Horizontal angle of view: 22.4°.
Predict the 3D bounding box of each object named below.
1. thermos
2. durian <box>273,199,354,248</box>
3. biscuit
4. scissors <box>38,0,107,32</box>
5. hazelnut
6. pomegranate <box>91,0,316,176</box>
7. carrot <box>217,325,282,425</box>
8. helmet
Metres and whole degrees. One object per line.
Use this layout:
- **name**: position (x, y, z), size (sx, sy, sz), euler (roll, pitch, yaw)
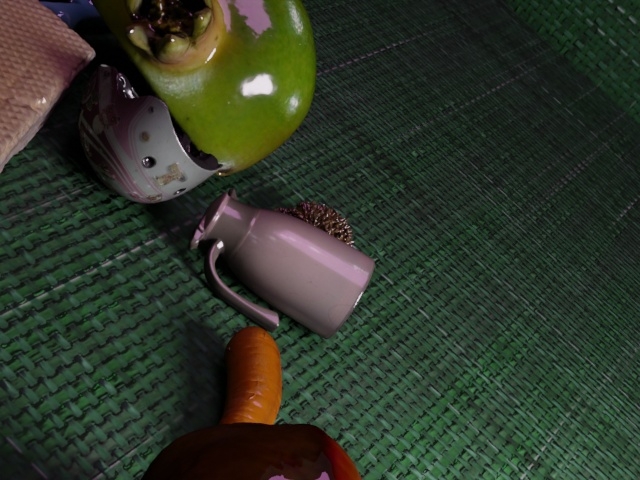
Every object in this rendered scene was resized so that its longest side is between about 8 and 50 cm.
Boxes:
- **thermos**: position (-0.053, 0.030, 1.787), size (0.193, 0.105, 0.137), euler (32, 57, -10)
- **durian**: position (-0.001, -0.002, 1.932), size (0.110, 0.071, 0.140), euler (26, 33, -26)
- **biscuit**: position (-0.351, -0.147, 1.671), size (0.144, 0.078, 0.426), euler (38, 26, -7)
- **scissors**: position (-0.299, -0.300, 2.044), size (0.393, 0.032, 0.180), euler (-4, 56, -56)
- **hazelnut**: position (-0.058, 0.263, 1.290), size (0.229, 0.229, 0.229), euler (32, 26, -18)
- **pomegranate**: position (-0.124, -0.252, 1.896), size (0.310, 0.216, 0.358), euler (57, -3, 8)
- **carrot**: position (-0.075, 0.168, 1.570), size (0.271, 0.062, 0.066), euler (-82, 151, -57)
- **helmet**: position (-0.205, -0.105, 1.770), size (0.177, 0.107, 0.153), euler (38, -4, 41)
